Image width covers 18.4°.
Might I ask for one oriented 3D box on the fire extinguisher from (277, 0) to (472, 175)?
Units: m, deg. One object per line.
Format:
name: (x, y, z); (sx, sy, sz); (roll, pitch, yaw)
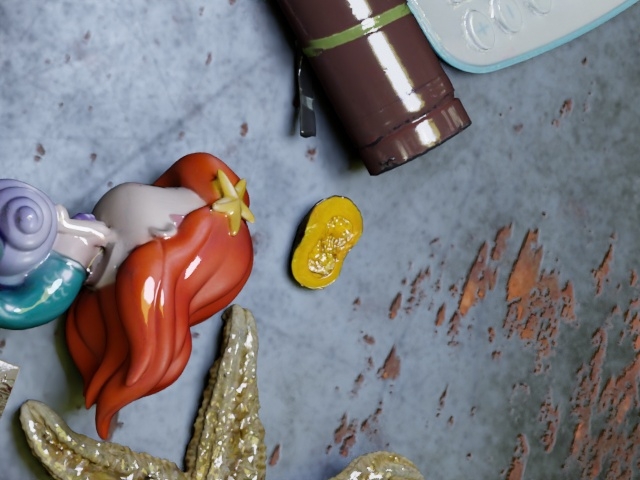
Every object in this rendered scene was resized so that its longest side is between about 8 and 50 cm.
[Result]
fire extinguisher: (-0.009, -0.217, 1.623); (0.141, 0.105, 0.341); (-29, 95, -2)

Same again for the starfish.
starfish: (-0.085, 0.228, 1.576); (0.375, 0.094, 0.327); (-17, 73, -25)

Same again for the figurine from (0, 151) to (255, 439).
figurine: (-0.174, 0.027, 1.505); (0.257, 0.208, 0.181); (5, 130, -26)

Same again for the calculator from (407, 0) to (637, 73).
calculator: (0.200, -0.311, 1.749); (0.386, 0.054, 0.256); (-34, 104, -21)

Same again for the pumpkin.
pumpkin: (0.000, 0.000, 1.661); (0.050, 0.028, 0.083); (29, 86, -24)

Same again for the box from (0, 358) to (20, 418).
box: (-0.273, 0.127, 1.530); (0.053, 0.024, 0.083); (23, 81, -24)
